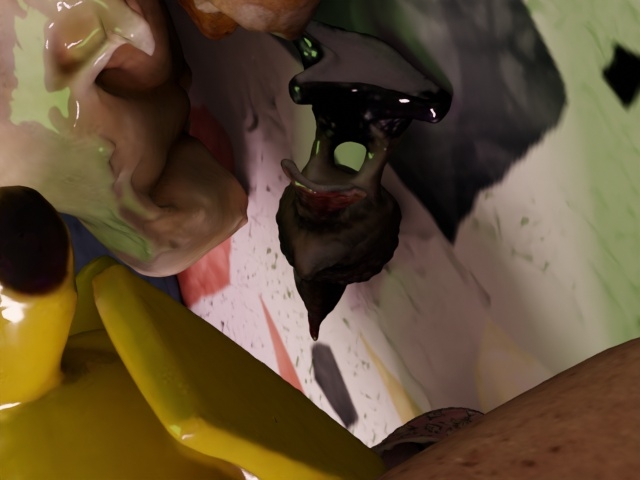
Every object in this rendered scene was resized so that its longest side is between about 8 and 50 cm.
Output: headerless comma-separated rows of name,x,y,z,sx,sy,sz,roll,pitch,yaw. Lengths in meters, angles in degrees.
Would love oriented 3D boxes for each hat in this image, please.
hat,0.054,0.100,0.738,0.087,0.042,0.058,-28,86,32

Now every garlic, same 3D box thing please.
garlic,-0.117,-0.089,0.781,0.228,0.110,0.217,73,177,-83

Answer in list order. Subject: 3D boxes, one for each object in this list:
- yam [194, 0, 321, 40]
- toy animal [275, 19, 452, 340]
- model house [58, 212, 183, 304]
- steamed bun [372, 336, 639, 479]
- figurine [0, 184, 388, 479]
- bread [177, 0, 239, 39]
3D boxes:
yam,0.008,-0.151,0.578,0.057,0.056,0.241,59,147,21
toy animal,0.003,-0.011,0.711,0.202,0.070,0.105,103,-177,-63
model house,-0.291,-0.009,0.939,0.342,0.382,0.335,12,122,68
steamed bun,0.104,0.193,0.474,0.199,0.251,0.301,-17,97,55
figurine,-0.044,0.132,0.644,0.327,0.169,0.218,44,172,16
bread,-0.054,-0.185,0.664,0.105,0.076,0.233,38,157,50
